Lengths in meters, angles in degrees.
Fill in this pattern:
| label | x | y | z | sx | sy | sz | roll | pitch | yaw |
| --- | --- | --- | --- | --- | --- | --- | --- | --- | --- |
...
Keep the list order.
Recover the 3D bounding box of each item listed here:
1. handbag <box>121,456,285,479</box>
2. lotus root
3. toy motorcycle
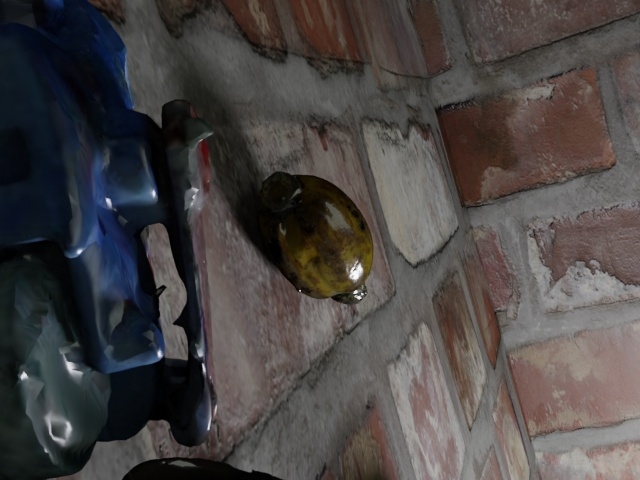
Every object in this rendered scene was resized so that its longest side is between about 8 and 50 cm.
| label | x | y | z | sx | sy | sz | roll | pitch | yaw |
| --- | --- | --- | --- | --- | --- | --- | --- | --- | --- |
| handbag | -0.085 | 0.210 | 0.364 | 0.254 | 0.181 | 0.181 | 27 | 72 | -61 |
| lotus root | 0.000 | 0.000 | 0.815 | 0.209 | 0.120 | 0.120 | 56 | 28 | -36 |
| toy motorcycle | -0.171 | -0.026 | 0.397 | 0.182 | 0.241 | 0.319 | -7 | 84 | -28 |
